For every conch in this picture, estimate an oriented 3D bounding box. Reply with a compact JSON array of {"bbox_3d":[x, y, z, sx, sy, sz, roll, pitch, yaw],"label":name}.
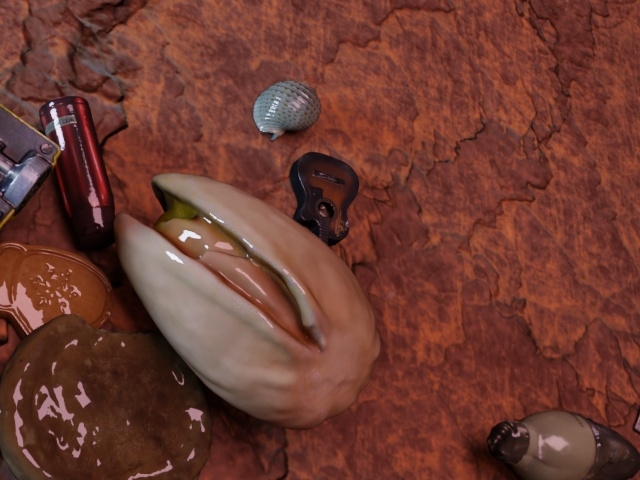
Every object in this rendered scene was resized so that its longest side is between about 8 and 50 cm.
[{"bbox_3d":[-0.039,-0.168,1.479,0.076,0.057,0.085,41,51,6],"label":"conch"}]

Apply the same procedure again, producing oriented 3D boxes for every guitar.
[{"bbox_3d":[0.000,0.000,1.442,0.088,0.025,0.233,18,60,-25],"label":"guitar"}]

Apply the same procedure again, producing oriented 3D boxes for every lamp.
[{"bbox_3d":[0.305,0.262,1.468,0.250,0.101,0.101,17,60,-34],"label":"lamp"}]

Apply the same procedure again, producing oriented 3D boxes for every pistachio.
[{"bbox_3d":[-0.077,0.059,1.256,0.318,0.214,0.193,44,71,4],"label":"pistachio"}]

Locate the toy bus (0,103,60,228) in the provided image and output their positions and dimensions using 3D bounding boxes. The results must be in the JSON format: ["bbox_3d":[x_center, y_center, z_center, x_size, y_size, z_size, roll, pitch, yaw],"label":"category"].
[{"bbox_3d":[-0.392,0.003,1.108,0.144,0.152,0.330,37,51,-6],"label":"toy bus"}]

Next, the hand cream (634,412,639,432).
[{"bbox_3d":[0.482,0.183,1.666,0.052,0.038,0.216,19,59,8],"label":"hand cream"}]

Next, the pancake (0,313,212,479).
[{"bbox_3d":[-0.209,0.176,1.199,0.236,0.042,0.223,33,51,-26],"label":"pancake"}]

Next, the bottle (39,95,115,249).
[{"bbox_3d":[-0.258,-0.071,1.290,0.060,0.060,0.164,-7,72,-35],"label":"bottle"}]

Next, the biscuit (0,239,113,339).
[{"bbox_3d":[-0.281,0.061,1.232,0.140,0.023,0.118,11,62,-29],"label":"biscuit"}]
